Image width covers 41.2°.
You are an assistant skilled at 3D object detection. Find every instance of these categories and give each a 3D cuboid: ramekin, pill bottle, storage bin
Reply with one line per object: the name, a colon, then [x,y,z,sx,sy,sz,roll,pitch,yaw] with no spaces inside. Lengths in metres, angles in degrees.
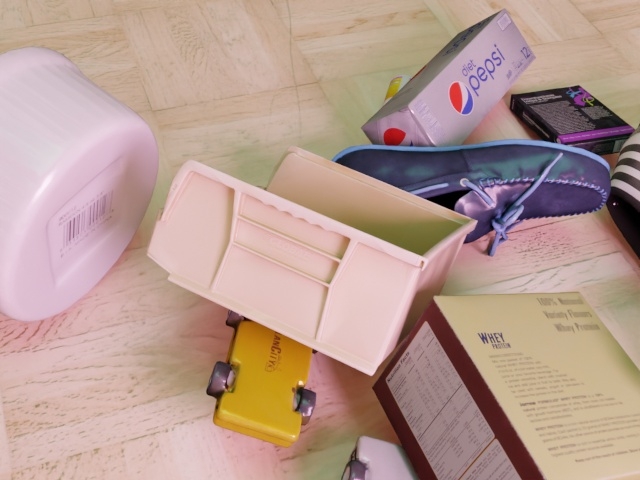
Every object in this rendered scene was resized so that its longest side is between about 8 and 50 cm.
ramekin: [-0.294,-0.048,0.898,0.135,0.277,0.277,31,52,12]
pill bottle: [0.113,-0.197,1.217,0.043,0.043,0.083,13,48,7]
storage bin: [0.000,0.000,0.890,0.260,0.123,0.262,24,16,15]

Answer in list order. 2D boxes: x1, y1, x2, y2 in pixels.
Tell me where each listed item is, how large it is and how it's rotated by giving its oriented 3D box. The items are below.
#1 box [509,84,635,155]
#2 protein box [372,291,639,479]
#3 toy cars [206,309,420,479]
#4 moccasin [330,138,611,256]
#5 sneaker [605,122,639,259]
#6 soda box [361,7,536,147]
box: [0.356,-0.169,1.204,0.116,0.029,0.162,-9,38,-14]
protein box: [0.194,0.167,0.792,0.200,0.136,0.201,1,44,-33]
toy cars: [-0.002,0.206,0.812,0.176,0.087,0.393,-13,53,-37]
moccasin: [0.176,-0.041,1.042,0.342,0.137,0.116,-2,57,15]
sneaker: [0.554,0.006,1.018,0.447,0.169,0.257,27,68,21]
soda box: [0.182,-0.206,1.176,0.091,0.098,0.286,53,53,-14]
